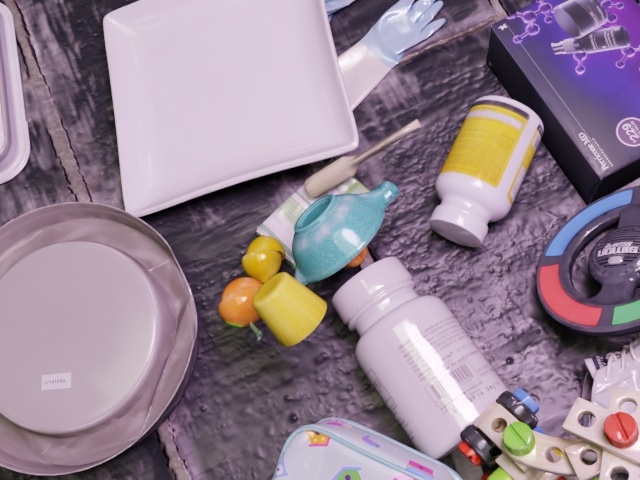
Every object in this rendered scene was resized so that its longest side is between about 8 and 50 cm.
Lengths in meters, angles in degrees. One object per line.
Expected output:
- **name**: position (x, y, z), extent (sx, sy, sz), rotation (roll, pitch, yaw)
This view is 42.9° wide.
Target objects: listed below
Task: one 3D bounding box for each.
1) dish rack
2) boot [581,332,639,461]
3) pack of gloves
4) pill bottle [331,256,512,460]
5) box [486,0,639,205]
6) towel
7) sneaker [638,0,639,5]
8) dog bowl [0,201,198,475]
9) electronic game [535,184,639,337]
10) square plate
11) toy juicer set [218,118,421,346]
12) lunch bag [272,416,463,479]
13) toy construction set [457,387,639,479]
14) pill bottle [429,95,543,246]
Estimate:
- **dish rack**: position (-0.603, -0.221, 1.237), extent (0.286, 0.072, 0.332), rotation (-15, 69, 3)
- **boot**: position (0.375, 0.146, 0.955), extent (0.123, 0.095, 0.258), rotation (10, 86, 13)
- **pack of gloves**: position (0.055, -0.330, 1.196), extent (0.232, 0.046, 0.195), rotation (-44, 71, -7)
- **pill bottle**: position (0.117, 0.139, 0.986), extent (0.131, 0.131, 0.229), rotation (-34, 71, -4)
- **box**: position (0.369, -0.208, 1.086), extent (0.184, 0.103, 0.261), rotation (-30, 71, 0)
- **towel**: position (0.000, -0.031, 1.116), extent (0.152, 0.023, 0.113), rotation (-45, 73, -8)
- **sneaker**: position (0.418, -0.406, 1.140), extent (0.110, 0.122, 0.283), rotation (-3, 46, -17)
- **dog bowl**: position (-0.320, 0.129, 1.065), extent (0.349, 0.102, 0.348), rotation (-2, 72, 8)
- **electronic game**: position (0.366, 0.020, 0.976), extent (0.229, 0.048, 0.229), rotation (-30, 32, 21)
- **square plate**: position (-0.136, -0.228, 1.161), extent (0.344, 0.049, 0.347), rotation (-17, 69, 14)
- **toy juicer set**: position (0.000, 0.000, 1.023), extent (0.089, 0.209, 0.329), rotation (46, 60, -19)
- **lunch bag**: position (0.035, 0.357, 0.902), extent (0.224, 0.108, 0.279), rotation (19, 94, 19)
- **toy construction set**: position (0.266, 0.266, 0.850), extent (0.151, 0.327, 0.215), rotation (-32, 46, -17)
- **pill bottle**: position (0.212, -0.089, 1.064), extent (0.103, 0.103, 0.184), rotation (24, 76, 14)
